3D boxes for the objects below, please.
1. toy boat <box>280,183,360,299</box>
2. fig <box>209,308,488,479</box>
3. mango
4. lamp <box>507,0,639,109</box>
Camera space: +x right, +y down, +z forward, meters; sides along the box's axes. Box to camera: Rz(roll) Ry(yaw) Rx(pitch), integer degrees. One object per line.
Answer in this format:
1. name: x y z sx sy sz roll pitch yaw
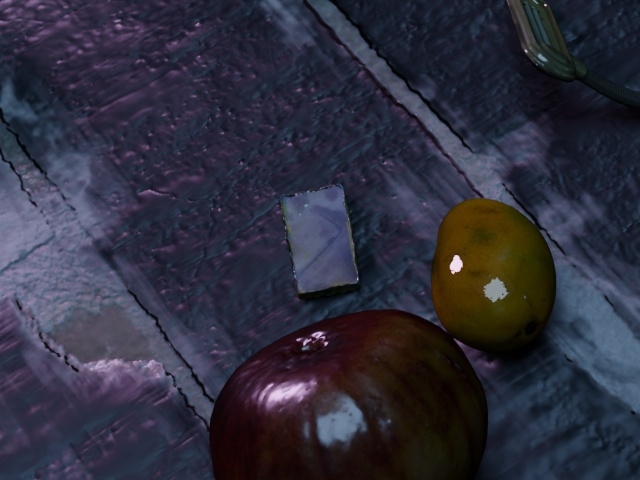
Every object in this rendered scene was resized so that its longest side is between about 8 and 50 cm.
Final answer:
1. toy boat: 0.000 0.000 1.792 0.063 0.016 0.115 -11 58 2
2. fig: 0.025 0.166 1.583 0.235 0.214 0.235 -24 40 22
3. mango: 0.154 0.026 1.708 0.111 0.089 0.163 1 50 11
4. lamp: 0.322 -0.211 1.835 0.283 0.124 0.203 -17 36 2
